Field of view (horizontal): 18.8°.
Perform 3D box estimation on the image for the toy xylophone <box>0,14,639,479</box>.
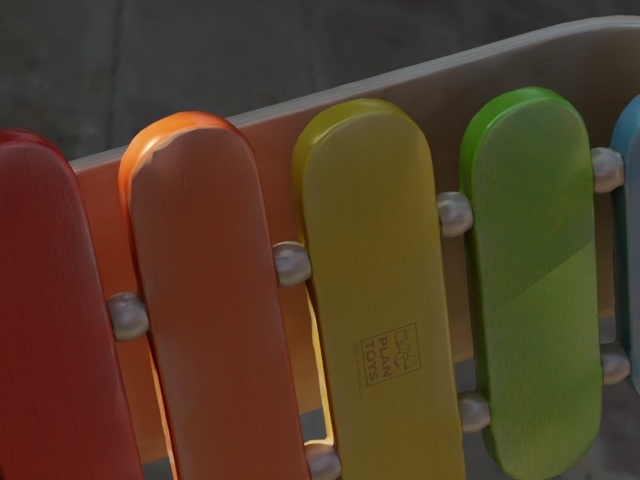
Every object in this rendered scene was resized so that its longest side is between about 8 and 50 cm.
[{"bbox_3d":[0.000,0.000,0.581,0.323,0.236,0.081,-24,34,-11],"label":"toy xylophone"}]
